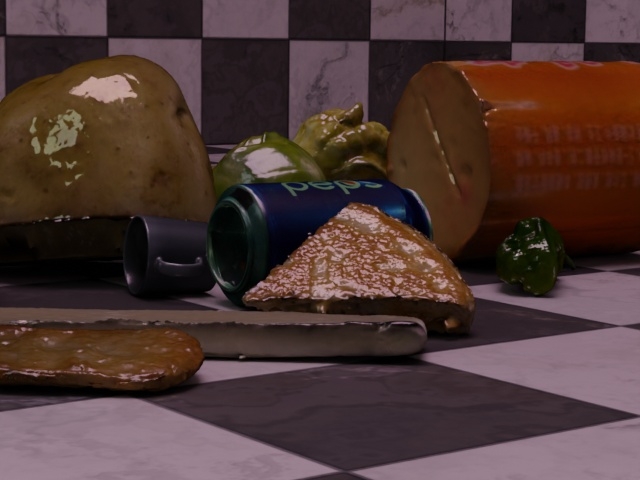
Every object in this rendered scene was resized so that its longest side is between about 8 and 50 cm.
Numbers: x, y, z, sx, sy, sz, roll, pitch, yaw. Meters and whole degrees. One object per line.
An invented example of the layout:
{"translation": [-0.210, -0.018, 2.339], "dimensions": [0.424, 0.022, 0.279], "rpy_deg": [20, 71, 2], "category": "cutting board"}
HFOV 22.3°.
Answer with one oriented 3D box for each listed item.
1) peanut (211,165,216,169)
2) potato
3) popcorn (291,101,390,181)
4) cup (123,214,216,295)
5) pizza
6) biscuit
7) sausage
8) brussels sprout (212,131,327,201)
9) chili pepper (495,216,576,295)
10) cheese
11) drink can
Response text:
{"translation": [-0.178, -0.048, 2.028], "dimensions": [0.214, 0.090, 0.098], "rpy_deg": [-3, 1, -29], "category": "peanut"}
{"translation": [-0.242, -0.082, 1.708], "dimensions": [0.285, 0.243, 0.242], "rpy_deg": [-8, 2, 27], "category": "potato"}
{"translation": [0.013, -0.062, 1.979], "dimensions": [0.195, 0.168, 0.173], "rpy_deg": [-43, 39, -19], "category": "popcorn"}
{"translation": [-0.139, 0.018, 1.567], "dimensions": [0.077, 0.078, 0.100], "rpy_deg": [2, 14, -24], "category": "cup"}
{"translation": [0.019, 0.044, 1.398], "dimensions": [0.198, 0.062, 0.188], "rpy_deg": [-13, 36, -27], "category": "pizza"}
{"translation": [-0.208, 0.087, 1.183], "dimensions": [0.247, 0.029, 0.118], "rpy_deg": [2, 14, 6], "category": "biscuit"}
{"translation": [0.250, -0.092, 1.867], "dimensions": [0.287, 0.233, 0.233], "rpy_deg": [-2, 7, -28], "category": "sausage"}
{"translation": [-0.058, -0.032, 1.788], "dimensions": [0.149, 0.151, 0.122], "rpy_deg": [29, 15, -47], "category": "brussels sprout"}
{"translation": [0.219, 0.013, 1.683], "dimensions": [0.072, 0.073, 0.204], "rpy_deg": [-12, 3, 12], "category": "chili pepper"}
{"translation": [-0.114, 0.074, 1.291], "dimensions": [0.400, 0.034, 0.085], "rpy_deg": [1, 2, 1], "category": "cheese"}
{"translation": [0.000, 0.000, 1.546], "dimensions": [0.204, 0.118, 0.118], "rpy_deg": [-5, 9, -31], "category": "drink can"}
